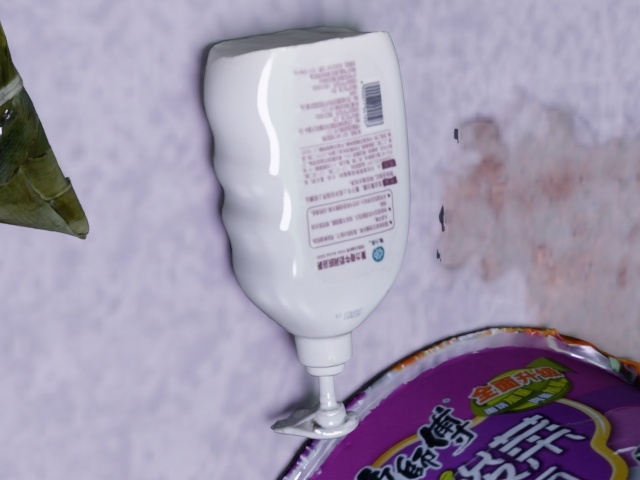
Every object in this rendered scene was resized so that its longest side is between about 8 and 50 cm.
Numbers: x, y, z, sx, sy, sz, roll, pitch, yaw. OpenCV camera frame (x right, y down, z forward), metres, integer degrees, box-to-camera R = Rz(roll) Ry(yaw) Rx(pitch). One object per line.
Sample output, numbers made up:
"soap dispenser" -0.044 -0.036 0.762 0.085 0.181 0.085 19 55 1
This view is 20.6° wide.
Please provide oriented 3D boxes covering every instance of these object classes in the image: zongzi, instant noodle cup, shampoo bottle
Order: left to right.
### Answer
"zongzi" -0.136 -0.018 0.553 0.109 0.055 0.119 -35 127 -19
"shampoo bottle" 0.000 0.000 0.643 0.077 0.045 0.152 -15 106 -31
"instant noodle cup" 0.115 0.172 0.664 0.251 0.190 0.251 -7 103 -31
